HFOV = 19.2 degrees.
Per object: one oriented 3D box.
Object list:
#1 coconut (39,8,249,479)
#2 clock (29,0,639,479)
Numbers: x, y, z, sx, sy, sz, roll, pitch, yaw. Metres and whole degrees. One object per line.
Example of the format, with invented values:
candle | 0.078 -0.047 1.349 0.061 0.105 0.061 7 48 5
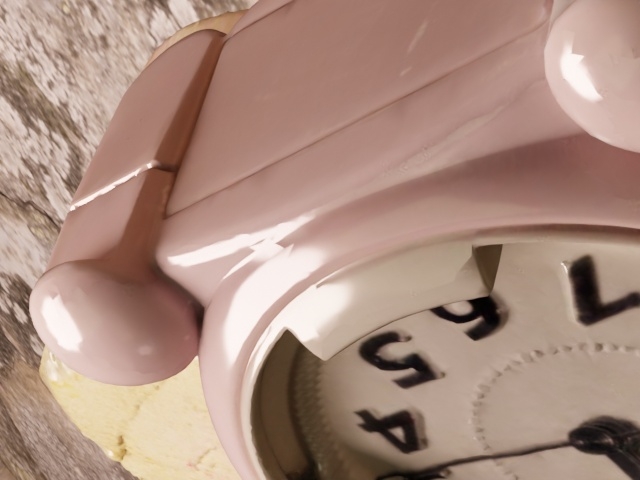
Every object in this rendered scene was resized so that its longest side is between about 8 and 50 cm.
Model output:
coconut | 0.000 0.000 0.906 0.239 0.244 0.239 13 149 8
clock | 0.113 0.033 0.662 0.342 0.184 0.326 -22 122 43
